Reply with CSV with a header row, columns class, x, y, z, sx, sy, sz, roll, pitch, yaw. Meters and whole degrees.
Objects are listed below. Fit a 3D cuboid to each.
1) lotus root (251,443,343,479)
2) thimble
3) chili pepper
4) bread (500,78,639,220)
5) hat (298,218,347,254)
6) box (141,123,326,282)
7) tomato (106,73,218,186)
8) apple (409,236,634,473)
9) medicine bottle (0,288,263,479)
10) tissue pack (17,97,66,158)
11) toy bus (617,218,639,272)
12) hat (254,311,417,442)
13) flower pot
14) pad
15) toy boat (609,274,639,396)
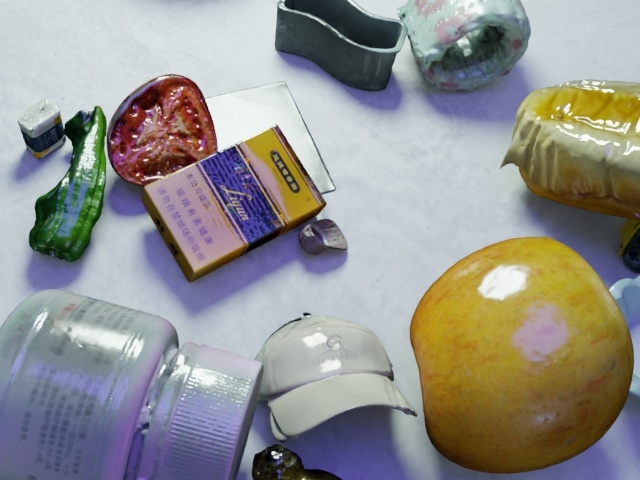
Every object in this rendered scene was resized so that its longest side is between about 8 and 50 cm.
class,x,y,z,sx,sy,sz,roll,pitch,yaw
lotus root,0.013,0.386,1.011,0.173,0.173,0.309,-27,68,-21
thimble,0.246,-0.369,1.455,0.211,0.185,0.149,-10,61,-5
chili pepper,-0.368,-0.089,1.262,0.099,0.083,0.253,-15,55,34
bread,0.490,-0.134,1.289,0.389,0.183,0.236,22,53,37
hat,0.001,0.001,1.299,0.087,0.042,0.058,-1,57,-48
box,-0.131,-0.059,1.278,0.237,0.070,0.152,-28,82,-19
tomato,-0.258,-0.166,1.319,0.174,0.082,0.166,-23,100,-20
apple,0.248,0.154,1.100,0.275,0.299,0.298,-21,64,-3
medicine bottle,-0.239,0.207,1.027,0.302,0.241,0.241,15,60,2
tissue pack,-0.434,-0.174,1.310,0.042,0.083,0.062,43,64,15
toy bus,0.653,-0.004,1.339,0.336,0.121,0.123,9,54,-1
hat,0.010,0.169,1.114,0.220,0.226,0.164,-8,82,-14
flower pot,0.033,-0.357,1.464,0.229,0.108,0.103,29,61,8
pad,-0.092,-0.161,1.395,0.164,0.004,0.243,-16,64,-16
toy boat,0.520,0.143,1.246,0.291,0.100,0.199,-20,65,-17
